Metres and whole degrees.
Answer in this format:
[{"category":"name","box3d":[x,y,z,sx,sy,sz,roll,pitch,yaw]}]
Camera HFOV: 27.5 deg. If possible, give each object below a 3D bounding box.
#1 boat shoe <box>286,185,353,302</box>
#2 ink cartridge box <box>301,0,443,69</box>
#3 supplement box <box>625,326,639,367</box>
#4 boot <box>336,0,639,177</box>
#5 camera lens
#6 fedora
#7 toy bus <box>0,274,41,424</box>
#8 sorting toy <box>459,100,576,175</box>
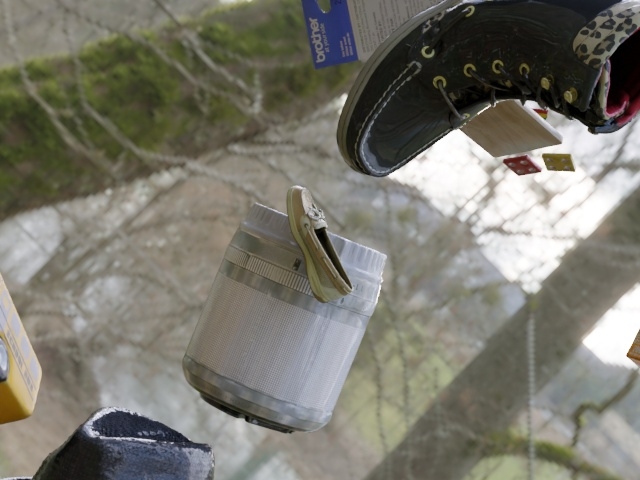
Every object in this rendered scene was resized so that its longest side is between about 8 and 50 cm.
[{"category":"boat shoe","box3d":[-0.001,0.001,1.649,0.056,0.048,0.153,4,69,-64]},{"category":"ink cartridge box","box3d":[0.127,-0.292,1.340,0.065,0.311,0.185,-31,110,-71]},{"category":"supplement box","box3d":[0.352,0.085,1.288,0.036,0.098,0.062,36,-13,-33]},{"category":"boot","box3d":[0.134,-0.115,0.960,0.085,0.236,0.178,47,-3,-39]},{"category":"camera lens","box3d":[-0.051,0.111,1.791,0.219,0.274,0.219,22,0,0]},{"category":"fedora","box3d":[-0.232,0.291,1.572,0.334,0.152,0.334,20,0,0]},{"category":"toy bus","box3d":[-0.418,0.065,1.459,0.130,0.108,0.332,-90,168,-56]},{"category":"sorting toy","box3d":[0.288,-0.182,1.997,0.132,0.046,0.274,-10,-34,45]}]
